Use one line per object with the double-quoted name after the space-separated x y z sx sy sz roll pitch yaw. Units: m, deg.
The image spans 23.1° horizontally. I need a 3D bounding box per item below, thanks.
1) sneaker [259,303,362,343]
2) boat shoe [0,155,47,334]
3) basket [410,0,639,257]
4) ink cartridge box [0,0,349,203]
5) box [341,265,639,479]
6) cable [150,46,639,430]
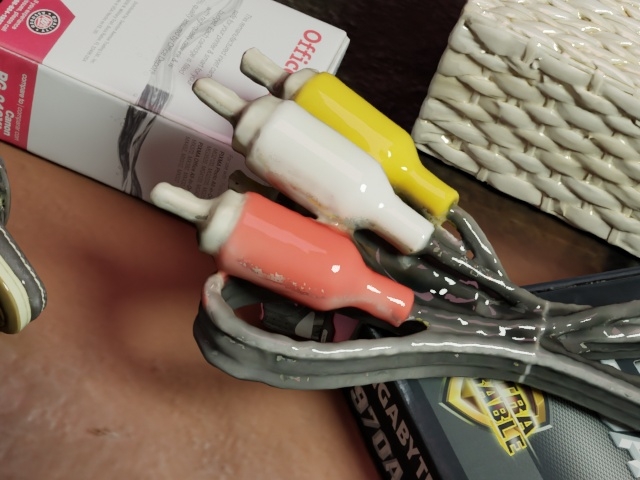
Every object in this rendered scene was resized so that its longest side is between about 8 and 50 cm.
0.000 0.000 0.720 0.057 0.047 0.119 9 45 5 "sneaker"
-0.158 -0.024 0.676 0.049 0.056 0.152 -28 62 -30 "boat shoe"
0.139 -0.076 0.787 0.167 0.113 0.103 27 50 6 "basket"
-0.076 -0.077 0.747 0.150 0.063 0.109 24 46 3 "ink cartridge box"
0.129 0.115 0.648 0.175 0.051 0.220 -8 52 -24 "box"
0.067 0.024 0.626 0.287 0.072 0.139 23 49 6 "cable"
